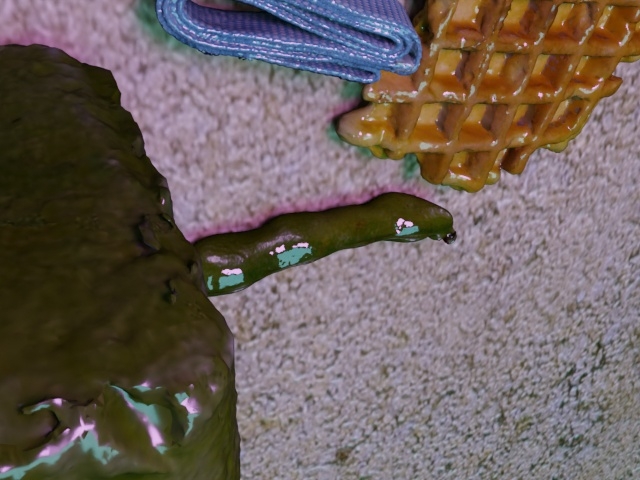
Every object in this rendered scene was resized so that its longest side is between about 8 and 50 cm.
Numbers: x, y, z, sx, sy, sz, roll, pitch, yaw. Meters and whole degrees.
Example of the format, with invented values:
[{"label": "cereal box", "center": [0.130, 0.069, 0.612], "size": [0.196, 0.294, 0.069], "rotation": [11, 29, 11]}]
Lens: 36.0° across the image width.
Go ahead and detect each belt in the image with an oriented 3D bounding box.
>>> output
[{"label": "belt", "center": [-0.014, -0.158, 0.630], "size": [0.179, 0.065, 0.100], "rotation": [10, 126, -22]}]

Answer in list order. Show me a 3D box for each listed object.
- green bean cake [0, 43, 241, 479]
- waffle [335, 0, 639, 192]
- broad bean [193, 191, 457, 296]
[{"label": "green bean cake", "center": [-0.220, 0.064, 0.534], "size": [0.334, 0.319, 0.218], "rotation": [-10, 134, -20]}, {"label": "waffle", "center": [0.151, -0.169, 0.747], "size": [0.281, 0.058, 0.301], "rotation": [21, 114, -41]}, {"label": "broad bean", "center": [-0.001, -0.001, 0.801], "size": [0.256, 0.052, 0.053], "rotation": [-12, 109, -23]}]
